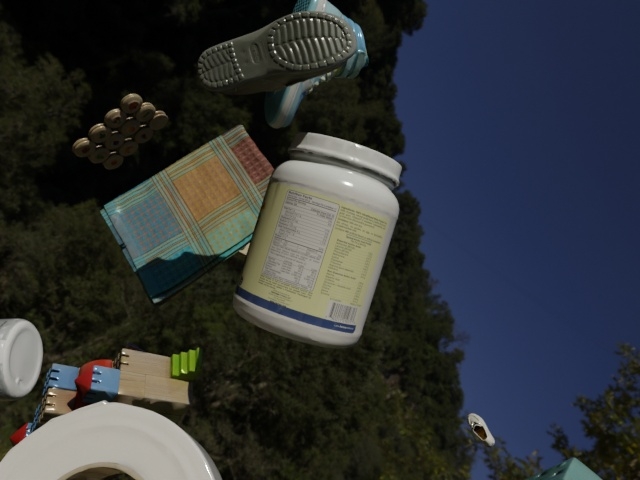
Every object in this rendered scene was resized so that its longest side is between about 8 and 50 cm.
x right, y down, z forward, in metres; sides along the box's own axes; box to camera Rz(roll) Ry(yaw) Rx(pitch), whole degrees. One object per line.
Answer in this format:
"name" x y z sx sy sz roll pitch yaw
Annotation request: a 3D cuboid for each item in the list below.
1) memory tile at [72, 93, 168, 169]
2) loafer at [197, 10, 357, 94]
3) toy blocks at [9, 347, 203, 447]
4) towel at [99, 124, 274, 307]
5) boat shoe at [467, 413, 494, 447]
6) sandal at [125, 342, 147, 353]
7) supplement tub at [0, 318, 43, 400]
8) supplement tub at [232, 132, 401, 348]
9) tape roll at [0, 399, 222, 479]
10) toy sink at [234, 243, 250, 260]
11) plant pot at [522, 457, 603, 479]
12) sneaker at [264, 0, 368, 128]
"memory tile" -0.341 -0.183 0.943 0.012 0.148 0.113 51 6 18
"loafer" -0.066 -0.287 0.862 0.087 0.251 0.095 -3 84 -81
"toy blocks" -0.434 0.330 1.082 0.381 0.260 0.191 -48 -143 32
"towel" -0.262 -0.067 1.174 0.271 0.370 0.040 54 -7 21
"boat shoe" 0.367 0.435 1.276 0.035 0.035 0.100 47 9 -26
"sandal" -0.449 0.347 1.377 0.102 0.076 0.265 47 -9 -38
"supplement tub" -0.517 0.172 0.786 0.117 0.190 0.117 178 -90 -89
"supplement tub" 0.000 0.000 0.957 0.235 0.235 0.325 -164 -89 -73
"tape roll" -0.252 0.342 0.640 0.100 0.286 0.286 93 -26 -63
"toy sink" -0.186 -0.022 1.405 0.152 0.131 0.234 25 -14 2
"plant pot" 0.347 0.422 0.704 0.165 0.165 0.234 1 55 -57
"sneaker" 0.004 -0.389 1.281 0.127 0.208 0.319 27 -82 57
